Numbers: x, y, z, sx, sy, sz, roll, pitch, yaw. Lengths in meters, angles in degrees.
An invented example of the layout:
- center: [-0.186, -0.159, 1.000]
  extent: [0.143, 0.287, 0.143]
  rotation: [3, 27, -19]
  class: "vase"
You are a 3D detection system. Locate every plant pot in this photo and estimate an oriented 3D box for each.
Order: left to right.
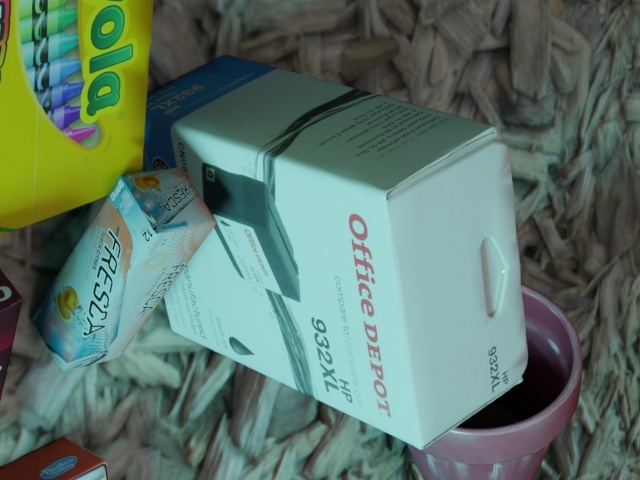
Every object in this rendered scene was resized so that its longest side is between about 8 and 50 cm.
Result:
- center: [0.157, 0.166, 1.540]
  extent: [0.201, 0.201, 0.180]
  rotation: [-40, 145, -28]
  class: "plant pot"

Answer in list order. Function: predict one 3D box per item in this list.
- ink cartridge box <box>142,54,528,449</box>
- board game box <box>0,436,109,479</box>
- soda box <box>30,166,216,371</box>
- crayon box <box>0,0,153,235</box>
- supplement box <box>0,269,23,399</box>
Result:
- center: [0.000, 0.000, 1.220]
  extent: [0.129, 0.307, 0.223]
  rotation: [-30, 124, -34]
  class: "ink cartridge box"
- center: [-0.299, 0.331, 1.224]
  extent: [0.316, 0.064, 0.242]
  rotation: [-24, 121, -37]
  class: "board game box"
- center: [-0.155, 0.024, 1.188]
  extent: [0.063, 0.058, 0.183]
  rotation: [-12, 149, -44]
  class: "soda box"
- center: [-0.256, -0.160, 0.990]
  extent: [0.313, 0.106, 0.363]
  rotation: [-23, 137, -37]
  class: "crayon box"
- center: [-0.296, 0.118, 1.074]
  extent: [0.130, 0.073, 0.239]
  rotation: [-21, 145, -38]
  class: "supplement box"
